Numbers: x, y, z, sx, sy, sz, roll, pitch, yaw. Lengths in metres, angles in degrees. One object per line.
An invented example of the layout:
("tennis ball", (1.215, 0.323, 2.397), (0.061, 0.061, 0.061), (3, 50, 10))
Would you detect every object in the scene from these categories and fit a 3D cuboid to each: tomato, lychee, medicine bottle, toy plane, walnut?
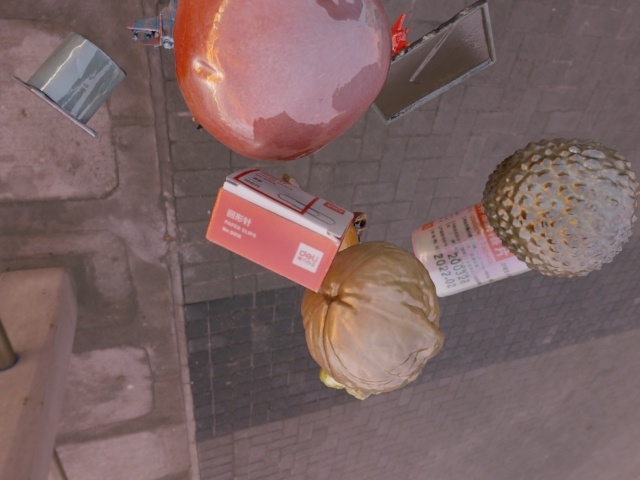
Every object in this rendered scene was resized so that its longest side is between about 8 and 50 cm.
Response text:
("tomato", (-0.058, -0.295, 0.630), (0.341, 0.272, 0.342), (-3, 95, -38))
("lychee", (0.431, -0.060, 0.753), (0.274, 0.255, 0.255), (5, 122, -8))
("medicine bottle", (0.469, 0.001, 1.124), (0.388, 0.219, 0.219), (-22, 134, 25))
("toy plane", (-0.395, -0.579, 1.101), (0.222, 0.326, 0.104), (-1, 129, -17))
("walnut", (0.106, 0.148, 0.801), (0.251, 0.277, 0.313), (-18, 151, 30))

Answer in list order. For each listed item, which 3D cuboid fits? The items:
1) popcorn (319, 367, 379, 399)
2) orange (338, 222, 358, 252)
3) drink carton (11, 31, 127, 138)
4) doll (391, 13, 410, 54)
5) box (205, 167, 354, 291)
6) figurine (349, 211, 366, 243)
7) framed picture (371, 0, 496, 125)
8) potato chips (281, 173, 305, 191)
("popcorn", (0.137, 0.359, 1.234), (0.225, 0.286, 0.173), (46, 133, -8))
("orange", (0.000, -0.001, 1.187), (0.193, 0.219, 0.219), (-25, 132, -32))
("drink carton", (-0.616, -0.401, 1.022), (0.190, 0.191, 0.185), (-58, 148, -4))
("doll", (0.233, -0.650, 1.350), (0.057, 0.169, 0.109), (-6, 86, -32))
("box", (-0.053, -0.026, 0.595), (0.182, 0.133, 0.099), (26, 114, 5))
("figurine", (0.099, -0.025, 1.279), (0.082, 0.098, 0.154), (-2, 142, -24))
("framed picture", (0.218, -0.344, 0.829), (0.265, 0.018, 0.192), (-27, 160, 20))
("potato chips", (-0.097, -0.162, 1.498), (0.049, 0.202, 0.150), (-29, 142, 17))
